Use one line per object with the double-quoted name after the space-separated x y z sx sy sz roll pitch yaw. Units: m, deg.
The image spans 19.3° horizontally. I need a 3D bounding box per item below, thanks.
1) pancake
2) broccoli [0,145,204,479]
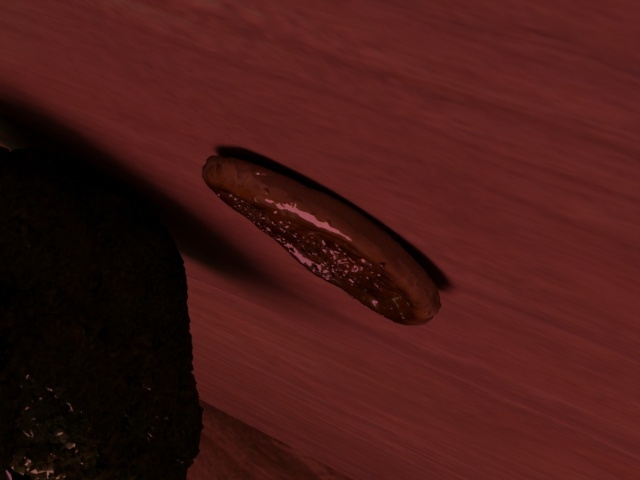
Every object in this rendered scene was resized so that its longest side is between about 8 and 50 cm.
0.000 0.000 1.055 0.158 0.028 0.158 32 171 6 "pancake"
-0.236 0.085 1.414 0.321 0.310 0.413 21 -166 -12 "broccoli"
